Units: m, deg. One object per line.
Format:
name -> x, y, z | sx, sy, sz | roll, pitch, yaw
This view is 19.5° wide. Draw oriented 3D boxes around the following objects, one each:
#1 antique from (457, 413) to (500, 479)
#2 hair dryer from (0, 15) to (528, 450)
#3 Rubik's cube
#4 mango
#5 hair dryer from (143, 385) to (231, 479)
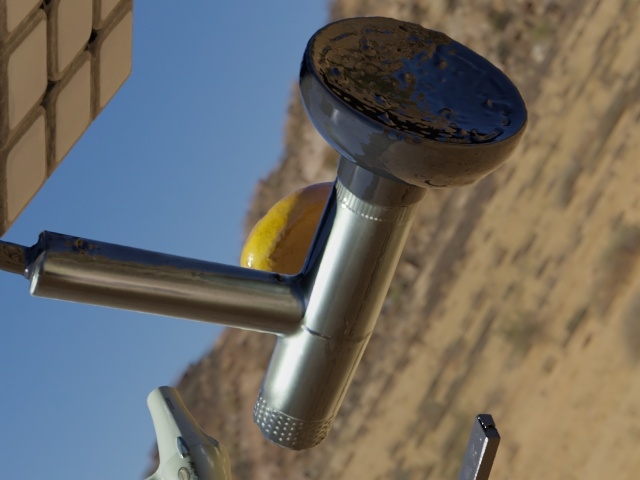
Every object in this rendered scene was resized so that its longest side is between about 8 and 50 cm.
antique -> 0.116, 0.228, 1.534 | 0.031, 0.015, 0.192 | -112, 30, -55
hair dryer -> -0.051, 0.002, 1.255 | 0.320, 0.284, 0.155 | -61, 38, 28
Rubik's cube -> -0.352, -0.229, 1.649 | 0.304, 0.305, 0.301 | -63, -15, -51
mango -> 0.002, -0.003, 1.860 | 0.178, 0.090, 0.115 | 0, -65, -38
hair dryer -> -0.183, 0.219, 1.771 | 0.167, 0.199, 0.067 | -100, -9, -50
